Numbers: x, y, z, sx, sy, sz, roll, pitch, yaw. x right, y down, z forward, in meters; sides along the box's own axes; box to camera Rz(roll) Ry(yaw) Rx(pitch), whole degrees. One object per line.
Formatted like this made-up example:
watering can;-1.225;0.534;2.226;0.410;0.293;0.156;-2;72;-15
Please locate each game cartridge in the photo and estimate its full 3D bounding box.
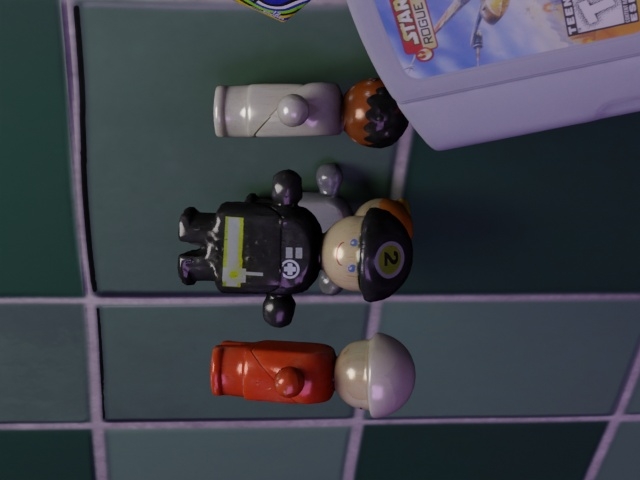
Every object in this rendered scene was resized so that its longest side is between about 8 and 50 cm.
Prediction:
game cartridge;0.110;-0.180;0.823;0.198;0.062;0.297;-14;135;9

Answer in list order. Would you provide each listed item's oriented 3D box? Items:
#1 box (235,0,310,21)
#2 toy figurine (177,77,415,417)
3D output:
box;-0.077;-0.198;0.824;0.169;0.059;0.054;20;155;-24
toy figurine;0.000;0.000;0.945;0.148;0.209;0.213;2;138;10
